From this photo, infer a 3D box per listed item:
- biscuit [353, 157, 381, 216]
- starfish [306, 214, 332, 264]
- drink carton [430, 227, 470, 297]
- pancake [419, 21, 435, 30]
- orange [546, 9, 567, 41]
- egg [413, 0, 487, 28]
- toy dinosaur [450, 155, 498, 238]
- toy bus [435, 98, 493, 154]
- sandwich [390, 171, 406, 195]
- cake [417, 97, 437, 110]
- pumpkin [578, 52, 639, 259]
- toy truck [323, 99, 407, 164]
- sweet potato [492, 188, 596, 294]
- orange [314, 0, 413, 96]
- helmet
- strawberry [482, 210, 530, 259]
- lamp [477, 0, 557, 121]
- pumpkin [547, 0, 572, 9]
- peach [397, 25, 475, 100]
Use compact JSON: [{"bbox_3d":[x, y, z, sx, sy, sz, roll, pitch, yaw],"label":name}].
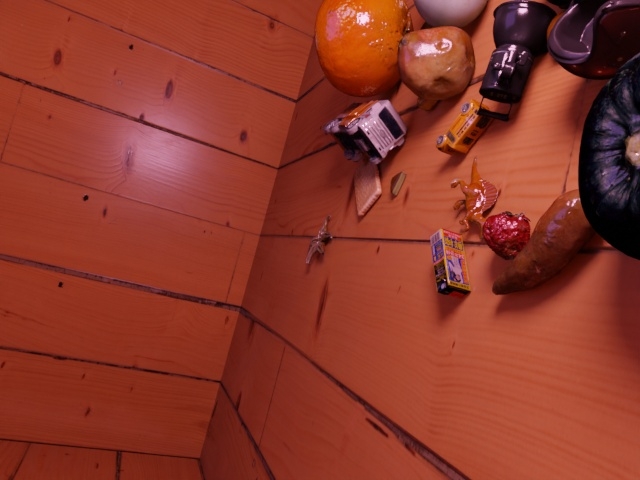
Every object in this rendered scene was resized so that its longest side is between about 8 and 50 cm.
[{"bbox_3d":[0.180,-0.224,1.792,0.160,0.030,0.250,126,151,-43],"label":"biscuit"},{"bbox_3d":[0.001,0.000,2.062,0.227,0.043,0.241,18,88,67],"label":"starfish"},{"bbox_3d":[0.323,0.057,1.167,0.056,0.071,0.166,128,151,-51],"label":"drink carton"},{"bbox_3d":[0.384,-0.693,1.621,0.250,0.031,0.250,-55,24,39],"label":"pancake"},{"bbox_3d":[0.535,-0.457,1.014,0.085,0.085,0.085,-50,31,46],"label":"orange"},{"bbox_3d":[0.390,-0.783,1.401,0.230,0.229,0.371,-50,27,46],"label":"egg"},{"bbox_3d":[0.388,-0.114,1.157,0.142,0.057,0.212,21,95,58],"label":"toy dinosaur"},{"bbox_3d":[0.390,-0.294,1.261,0.162,0.069,0.074,-55,38,35],"label":"toy bus"},{"bbox_3d":[0.257,-0.197,1.577,0.083,0.030,0.044,-65,26,16],"label":"sandwich"},{"bbox_3d":[0.352,-0.463,1.515,0.084,0.044,0.084,-50,30,44],"label":"cake"},{"bbox_3d":[0.508,-0.122,0.621,0.315,0.238,0.315,-178,90,-81],"label":"pumpkin"},{"bbox_3d":[0.171,-0.420,1.739,0.207,0.173,0.387,-43,22,-4],"label":"toy truck"},{"bbox_3d":[0.431,0.021,0.897,0.097,0.097,0.292,-100,31,-49],"label":"sweet potato"},{"bbox_3d":[0.173,-0.747,1.717,0.326,0.424,0.424,2,74,35],"label":"orange"},{"bbox_3d":[0.521,-0.390,0.825,0.216,0.193,0.189,-29,44,43],"label":"helmet"},{"bbox_3d":[0.396,-0.009,0.995,0.106,0.106,0.106,-50,31,46],"label":"strawberry"},{"bbox_3d":[0.445,-0.418,1.091,0.172,0.147,0.228,8,-80,-77],"label":"lamp"},{"bbox_3d":[0.537,-0.628,0.926,0.325,0.232,0.242,28,98,65],"label":"pumpkin"},{"bbox_3d":[0.330,-0.524,1.360,0.214,0.235,0.214,-26,59,57],"label":"peach"}]
